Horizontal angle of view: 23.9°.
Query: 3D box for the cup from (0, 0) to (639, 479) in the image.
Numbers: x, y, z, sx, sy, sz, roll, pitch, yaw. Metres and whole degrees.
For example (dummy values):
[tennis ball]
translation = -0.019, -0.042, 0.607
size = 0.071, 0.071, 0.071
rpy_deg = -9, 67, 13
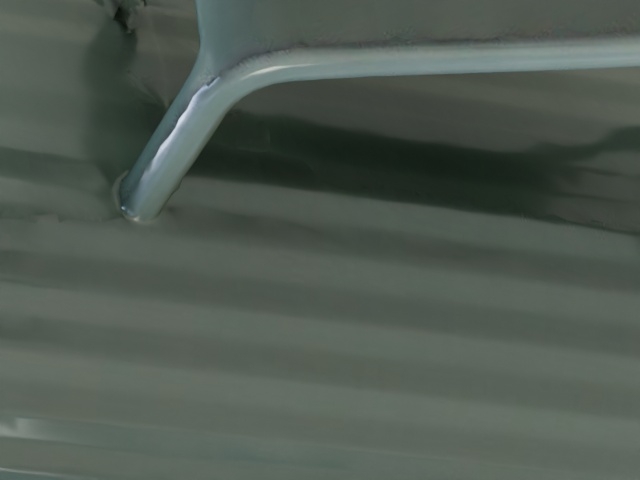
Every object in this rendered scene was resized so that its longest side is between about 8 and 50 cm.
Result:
[cup]
translation = -0.010, -0.012, 0.635
size = 0.392, 0.400, 0.310
rpy_deg = 9, -151, -31
